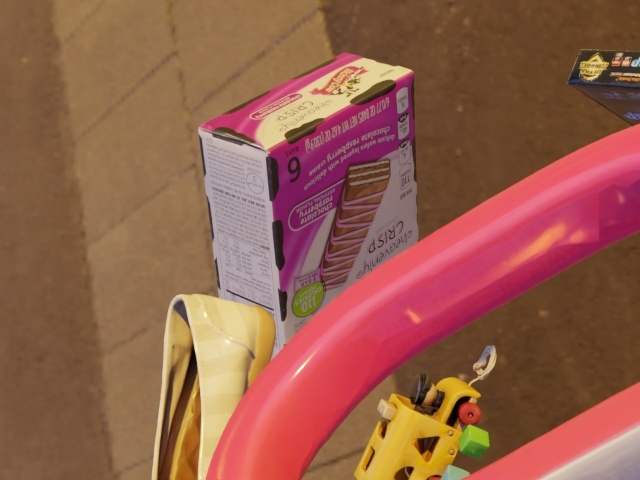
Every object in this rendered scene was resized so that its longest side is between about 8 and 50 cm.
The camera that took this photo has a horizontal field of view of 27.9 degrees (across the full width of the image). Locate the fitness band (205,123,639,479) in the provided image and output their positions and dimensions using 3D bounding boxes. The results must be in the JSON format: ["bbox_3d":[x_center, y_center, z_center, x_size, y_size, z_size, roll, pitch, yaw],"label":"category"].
[{"bbox_3d":[0.079,0.052,0.519,0.291,0.054,0.209,-30,23,18],"label":"fitness band"}]

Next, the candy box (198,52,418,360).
[{"bbox_3d":[0.000,0.000,0.950,0.071,0.159,0.233,22,130,36],"label":"candy box"}]

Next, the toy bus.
[{"bbox_3d":[0.119,0.230,1.581,0.191,0.104,0.202,-52,19,45],"label":"toy bus"}]

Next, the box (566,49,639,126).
[{"bbox_3d":[0.436,-0.171,1.563,0.220,0.175,0.051,15,82,56],"label":"box"}]

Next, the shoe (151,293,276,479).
[{"bbox_3d":[-0.074,0.132,0.737,0.077,0.058,0.219,-22,52,43],"label":"shoe"}]
